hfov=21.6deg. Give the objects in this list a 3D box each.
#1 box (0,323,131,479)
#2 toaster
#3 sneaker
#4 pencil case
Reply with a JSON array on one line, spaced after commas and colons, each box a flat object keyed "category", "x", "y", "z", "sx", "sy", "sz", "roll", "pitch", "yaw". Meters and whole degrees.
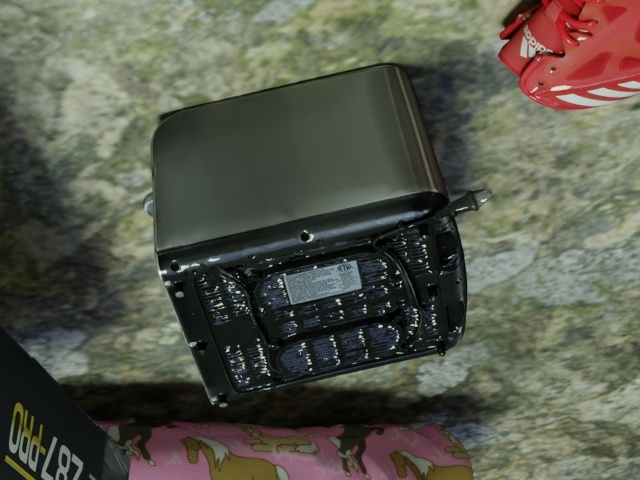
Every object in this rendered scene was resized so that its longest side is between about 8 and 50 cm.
[{"category": "box", "x": -0.331, "y": 0.099, "z": 0.876, "sx": 0.395, "sy": 0.097, "sz": 0.318, "roll": 2, "pitch": 159, "yaw": 10}, {"category": "toaster", "x": 0.000, "y": 0.000, "z": 0.951, "sx": 0.186, "sy": 0.110, "sz": 0.168, "roll": -13, "pitch": 148, "yaw": 1}, {"category": "sneaker", "x": 0.132, "y": -0.123, "z": 0.835, "sx": 0.128, "sy": 0.087, "sz": 0.221, "roll": -30, "pitch": 142, "yaw": 22}, {"category": "pencil case", "x": -0.075, "y": 0.204, "z": 1.194, "sx": 0.386, "sy": 0.160, "sz": 0.167, "roll": 3, "pitch": -178, "yaw": -24}]
